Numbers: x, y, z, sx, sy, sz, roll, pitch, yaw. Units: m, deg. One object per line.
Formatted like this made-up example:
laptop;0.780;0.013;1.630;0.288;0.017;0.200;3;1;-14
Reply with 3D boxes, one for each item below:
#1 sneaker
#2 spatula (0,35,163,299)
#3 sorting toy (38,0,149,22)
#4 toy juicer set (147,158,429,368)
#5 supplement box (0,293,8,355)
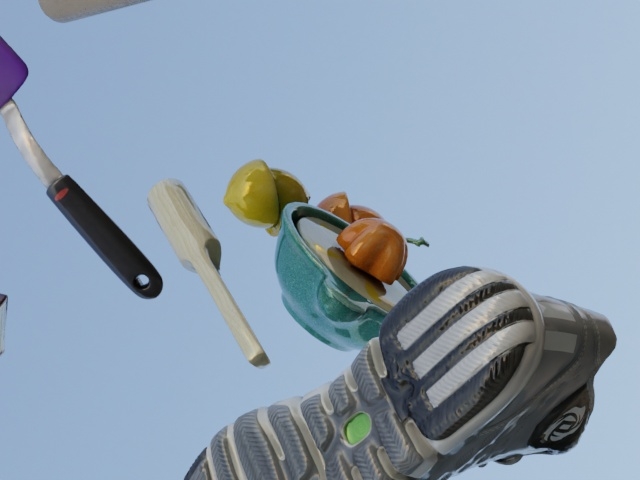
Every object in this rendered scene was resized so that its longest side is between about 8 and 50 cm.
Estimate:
sneaker;0.045;0.098;0.713;0.132;0.228;0.086;8;-127;-45
spatula;-0.230;-0.067;1.295;0.084;0.296;0.030;-39;0;18
sorting toy;-0.127;-0.260;1.070;0.041;0.307;0.229;32;-111;-35
toy juicer set;0.000;0.000;1.104;0.089;0.209;0.329;-52;-27;17
supplement box;-0.233;0.061;0.968;0.083;0.055;0.043;-60;-19;-67
